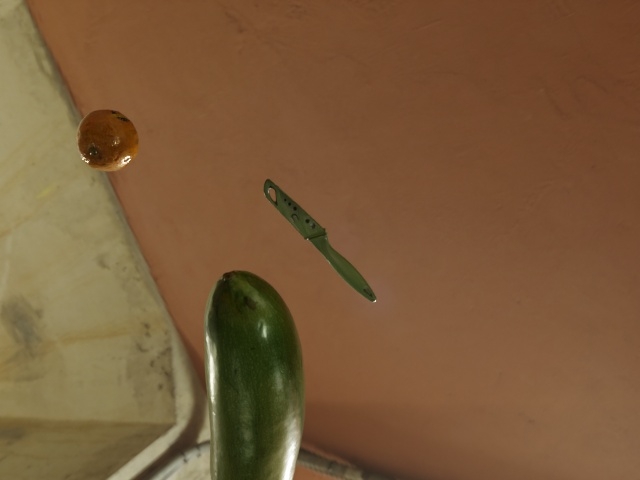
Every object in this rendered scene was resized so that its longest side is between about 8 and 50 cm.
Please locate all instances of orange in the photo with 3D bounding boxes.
[{"bbox_3d":[-0.278,-0.129,0.974,0.083,0.083,0.083,18,-58,30],"label":"orange"}]

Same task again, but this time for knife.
[{"bbox_3d":[0.000,0.000,1.341,0.293,0.020,0.043,45,-72,3],"label":"knife"}]

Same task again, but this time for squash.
[{"bbox_3d":[-0.071,0.196,0.812,0.107,0.107,0.395,25,-50,26],"label":"squash"}]
